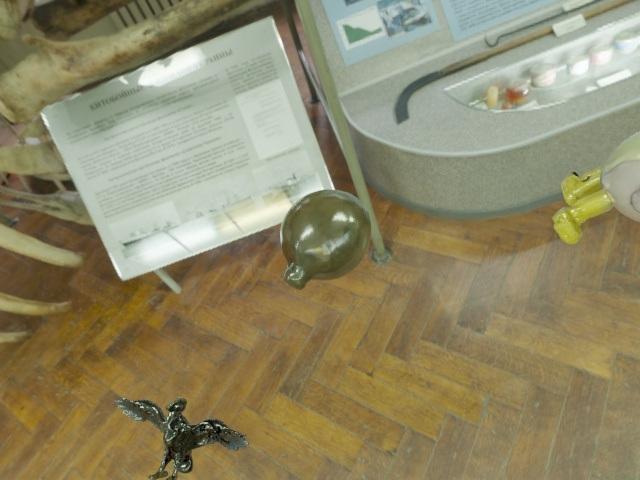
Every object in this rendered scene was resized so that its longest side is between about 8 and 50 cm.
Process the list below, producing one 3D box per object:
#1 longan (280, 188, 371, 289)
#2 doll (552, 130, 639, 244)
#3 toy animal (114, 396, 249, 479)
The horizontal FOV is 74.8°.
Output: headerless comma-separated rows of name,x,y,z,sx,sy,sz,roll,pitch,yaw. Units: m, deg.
longan,0.000,0.000,0.772,0.185,0.159,0.204,-5,49,57
doll,0.380,-0.112,0.357,0.094,0.365,0.160,40,50,0
toy animal,-0.191,0.263,0.559,0.220,0.062,0.108,2,82,20
